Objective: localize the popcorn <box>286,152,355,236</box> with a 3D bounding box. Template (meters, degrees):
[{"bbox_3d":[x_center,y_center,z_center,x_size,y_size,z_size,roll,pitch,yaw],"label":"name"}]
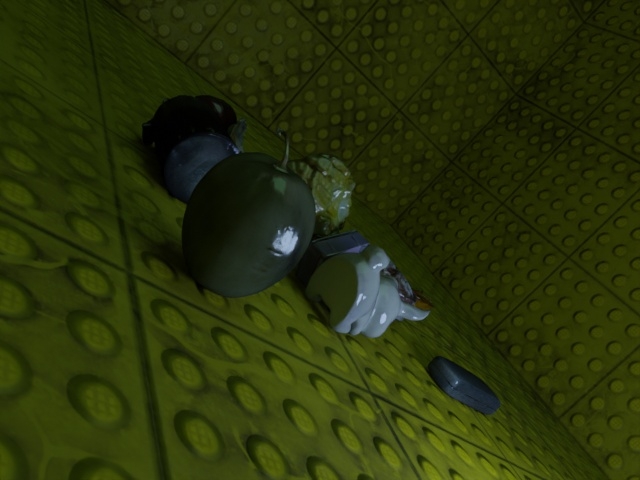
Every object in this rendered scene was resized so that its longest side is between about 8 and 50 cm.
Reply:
[{"bbox_3d":[-0.072,-0.131,1.774,0.293,0.293,0.334,24,-13,16],"label":"popcorn"}]

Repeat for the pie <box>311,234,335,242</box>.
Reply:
[{"bbox_3d":[0.025,0.023,1.999,0.338,0.075,0.337,24,7,-3],"label":"pie"}]

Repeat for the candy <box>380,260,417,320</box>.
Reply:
[{"bbox_3d":[0.217,0.149,2.155,0.289,0.157,0.214,44,15,9],"label":"candy"}]

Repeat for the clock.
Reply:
[{"bbox_3d":[0.036,0.054,1.745,0.194,0.144,0.073,-14,51,-41],"label":"clock"}]

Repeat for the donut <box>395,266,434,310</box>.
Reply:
[{"bbox_3d":[0.341,0.208,2.507,0.259,0.101,0.152,48,13,23],"label":"donut"}]

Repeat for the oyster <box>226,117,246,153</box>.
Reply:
[{"bbox_3d":[-0.307,-0.312,2.133,0.271,0.101,0.275,34,44,-63],"label":"oyster"}]

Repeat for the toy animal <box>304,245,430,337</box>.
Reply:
[{"bbox_3d":[0.149,0.148,1.700,0.368,0.241,0.196,29,20,-50],"label":"toy animal"}]

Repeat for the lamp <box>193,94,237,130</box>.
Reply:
[{"bbox_3d":[-0.401,-0.435,2.173,0.180,0.180,0.258,43,12,4],"label":"lamp"}]

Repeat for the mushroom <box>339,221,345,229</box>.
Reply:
[{"bbox_3d":[-0.009,-0.107,2.536,0.107,0.087,0.333,44,14,31],"label":"mushroom"}]

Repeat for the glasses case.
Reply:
[{"bbox_3d":[0.482,0.485,2.013,0.323,0.074,0.131,33,15,-40],"label":"glasses case"}]

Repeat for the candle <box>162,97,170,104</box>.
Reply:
[{"bbox_3d":[-0.539,-0.477,2.221,0.162,0.048,0.053,54,-14,40],"label":"candle"}]

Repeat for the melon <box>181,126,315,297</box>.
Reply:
[{"bbox_3d":[-0.141,-0.031,1.193,0.272,0.308,0.271,14,44,-14],"label":"melon"}]

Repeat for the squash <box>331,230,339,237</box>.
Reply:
[{"bbox_3d":[0.000,0.000,2.331,0.204,0.154,0.237,-13,48,-31],"label":"squash"}]

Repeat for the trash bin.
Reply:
[{"bbox_3d":[-0.335,-0.246,1.616,0.252,0.202,0.301,-3,31,-22],"label":"trash bin"}]
